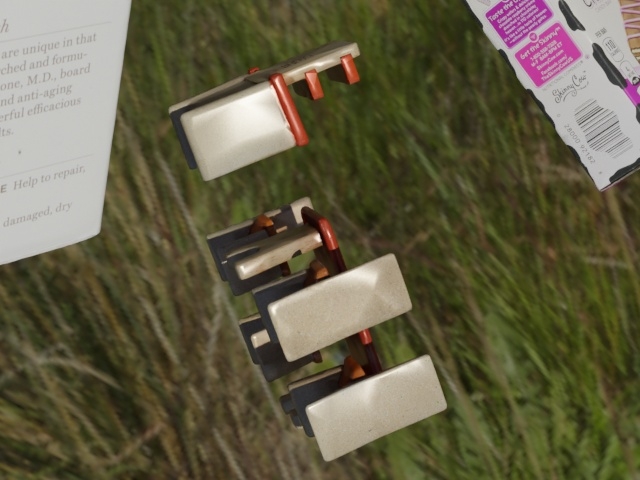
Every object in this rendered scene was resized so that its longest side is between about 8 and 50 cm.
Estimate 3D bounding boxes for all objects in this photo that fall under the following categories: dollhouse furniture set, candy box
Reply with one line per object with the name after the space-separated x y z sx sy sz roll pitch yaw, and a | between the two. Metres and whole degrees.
0.000 0.000 1.079 0.135 0.259 0.262 -22 14 -8 | dollhouse furniture set
0.194 -0.171 1.110 0.071 0.159 0.233 -37 90 39 | candy box

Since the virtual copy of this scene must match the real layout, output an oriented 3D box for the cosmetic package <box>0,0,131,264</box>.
-0.409 -0.205 1.422 0.329 0.327 0.394 35 127 34 | cosmetic package
